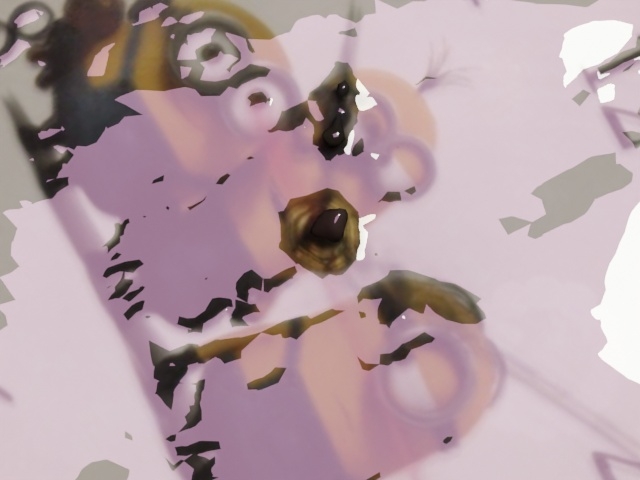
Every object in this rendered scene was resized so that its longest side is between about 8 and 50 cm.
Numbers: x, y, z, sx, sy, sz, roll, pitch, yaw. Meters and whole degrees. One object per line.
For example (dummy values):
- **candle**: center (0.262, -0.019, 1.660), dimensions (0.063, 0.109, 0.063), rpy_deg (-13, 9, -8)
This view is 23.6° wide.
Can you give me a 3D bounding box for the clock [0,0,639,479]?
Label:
- **clock**: center (0.000, 0.000, 0.318), dimensions (0.237, 0.057, 0.237), rpy_deg (0, 77, 1)
